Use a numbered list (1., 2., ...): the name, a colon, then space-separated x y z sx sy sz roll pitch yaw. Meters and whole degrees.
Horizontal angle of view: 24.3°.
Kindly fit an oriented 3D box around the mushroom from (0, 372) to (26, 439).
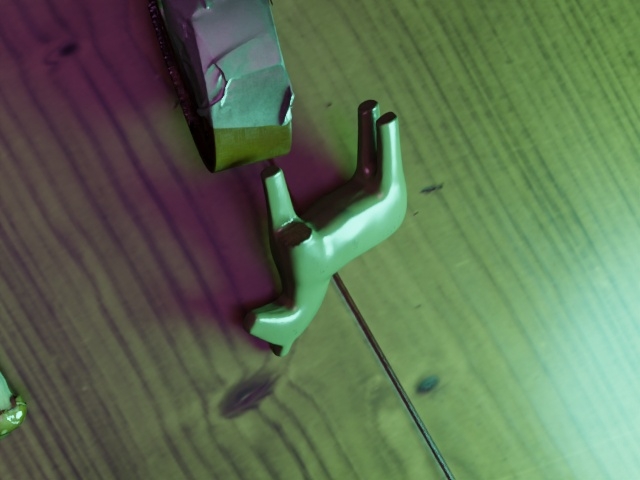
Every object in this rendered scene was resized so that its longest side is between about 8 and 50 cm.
1. mushroom: -0.373 0.115 1.573 0.071 0.084 0.209 -19 92 -31

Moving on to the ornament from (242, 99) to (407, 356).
1. ornament: 0.000 0.000 1.615 0.230 0.061 0.245 -34 138 -24

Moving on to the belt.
1. belt: -0.110 -0.206 1.556 0.105 0.184 0.261 -17 80 -11
